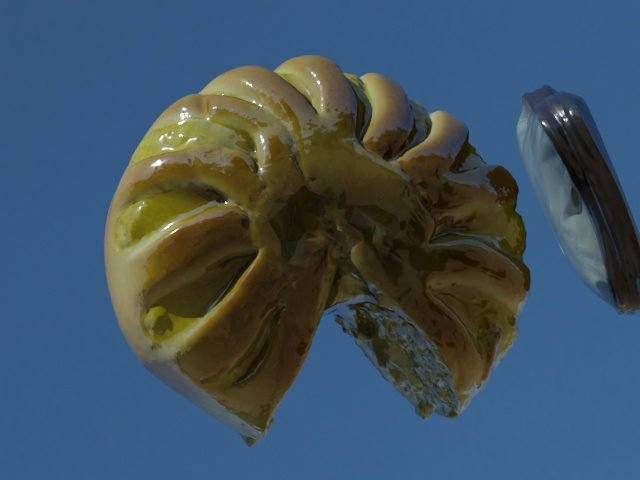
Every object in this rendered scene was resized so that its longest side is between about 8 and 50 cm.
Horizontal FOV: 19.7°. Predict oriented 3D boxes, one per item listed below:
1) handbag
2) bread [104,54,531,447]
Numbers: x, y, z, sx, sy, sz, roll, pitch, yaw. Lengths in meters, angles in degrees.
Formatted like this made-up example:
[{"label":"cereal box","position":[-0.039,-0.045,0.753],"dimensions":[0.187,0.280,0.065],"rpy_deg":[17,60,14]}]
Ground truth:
[{"label":"handbag","position":[0.231,-0.041,1.631],"dimensions":[0.075,0.332,0.191],"rpy_deg":[-23,-85,4]},{"label":"bread","position":[0.000,0.000,1.422],"dimensions":[0.333,0.160,0.333],"rpy_deg":[2,-101,-9]}]
